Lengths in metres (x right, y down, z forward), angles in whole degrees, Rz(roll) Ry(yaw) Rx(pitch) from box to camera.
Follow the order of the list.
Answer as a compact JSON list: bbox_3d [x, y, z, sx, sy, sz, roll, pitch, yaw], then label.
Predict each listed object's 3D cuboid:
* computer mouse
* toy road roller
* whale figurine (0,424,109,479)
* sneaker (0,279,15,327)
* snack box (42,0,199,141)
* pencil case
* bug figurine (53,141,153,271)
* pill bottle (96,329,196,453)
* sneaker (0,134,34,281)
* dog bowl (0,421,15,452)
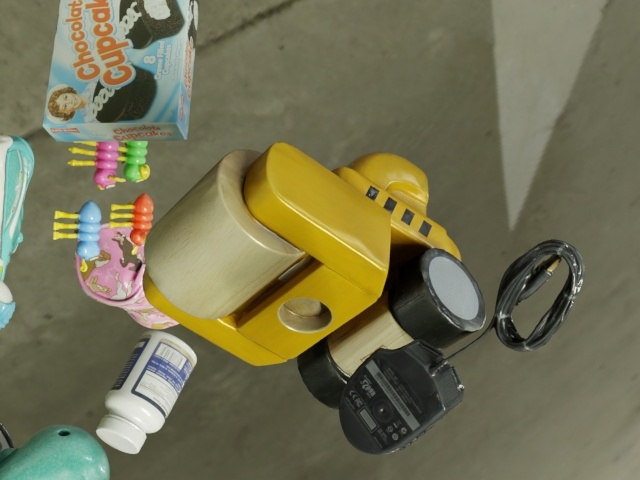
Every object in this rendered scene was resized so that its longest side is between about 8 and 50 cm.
[{"bbox_3d":[0.100,0.081,0.706,0.242,0.071,0.041,-43,163,31],"label":"computer mouse"},{"bbox_3d":[0.000,0.000,1.003,0.330,0.240,0.202,31,130,-26],"label":"toy road roller"},{"bbox_3d":[-0.488,0.398,1.648,0.272,0.216,0.141,-4,114,-46],"label":"whale figurine"},{"bbox_3d":[-0.353,0.003,0.794,0.087,0.229,0.092,-58,-171,36],"label":"sneaker"},{"bbox_3d":[-0.270,-0.293,1.350,0.187,0.321,0.060,0,161,7],"label":"snack box"},{"bbox_3d":[-0.354,0.075,1.882,0.167,0.160,0.386,-11,167,2],"label":"pencil case"},{"bbox_3d":[-0.322,-0.071,1.528,0.279,0.072,0.216,-27,121,-75],"label":"bug figurine"},{"bbox_3d":[-0.261,0.226,1.438,0.094,0.094,0.169,92,21,-55],"label":"pill bottle"},{"bbox_3d":[-0.330,0.022,0.932,0.275,0.107,0.110,-64,174,29],"label":"sneaker"},{"bbox_3d":[-0.771,0.404,1.750,0.150,0.408,0.408,-74,-173,-51],"label":"dog bowl"}]
